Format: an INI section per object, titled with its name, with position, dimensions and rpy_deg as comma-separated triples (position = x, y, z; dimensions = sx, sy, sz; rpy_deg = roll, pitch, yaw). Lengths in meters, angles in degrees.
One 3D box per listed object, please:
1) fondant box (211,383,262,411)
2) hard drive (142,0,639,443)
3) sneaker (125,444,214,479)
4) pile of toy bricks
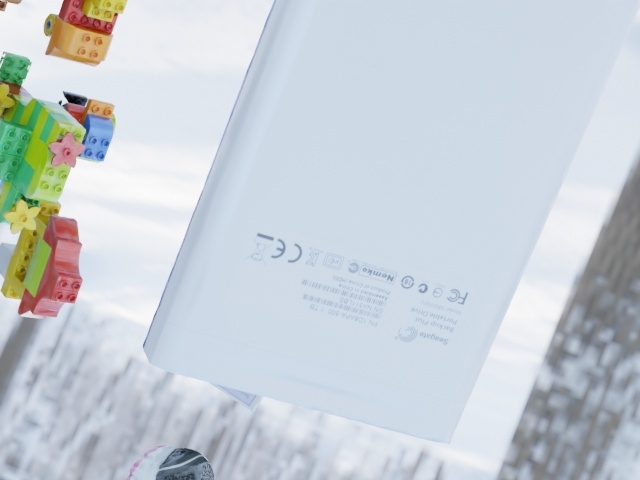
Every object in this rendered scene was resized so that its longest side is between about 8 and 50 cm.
[fondant box]
position = 0.000, 0.000, 1.998
dimensions = 0.096, 0.330, 0.238
rpy_deg = 33, -157, 1
[hard drive]
position = 0.044, -0.045, 1.116
dimensions = 0.210, 0.319, 0.040
rpy_deg = 17, -165, -20
[sneaker]
position = -0.063, 0.173, 0.886
dimensions = 0.077, 0.178, 0.072
rpy_deg = 2, 127, 5
[pile of toy bricks]
position = -0.156, -0.057, 0.990
dimensions = 0.118, 0.212, 0.105
rpy_deg = 10, -162, -35
